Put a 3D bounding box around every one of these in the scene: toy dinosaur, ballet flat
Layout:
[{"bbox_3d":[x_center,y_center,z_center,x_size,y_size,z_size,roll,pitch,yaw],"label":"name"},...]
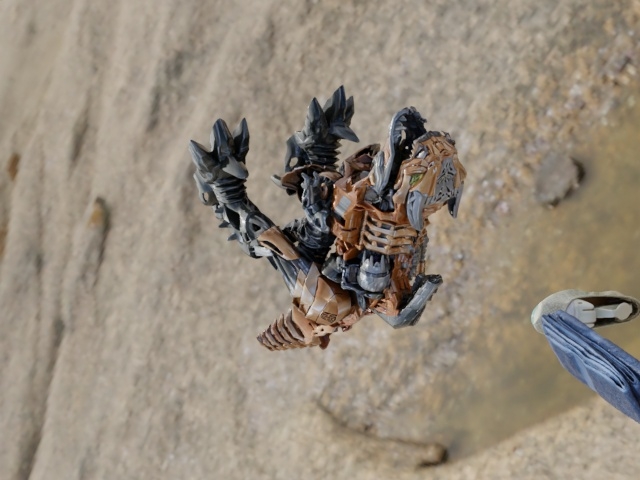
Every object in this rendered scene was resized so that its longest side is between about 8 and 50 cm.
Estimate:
[{"bbox_3d":[0.000,0.000,0.902,0.322,0.164,0.218,-47,67,29],"label":"toy dinosaur"},{"bbox_3d":[0.342,0.088,1.374,0.052,0.168,0.057,7,102,55],"label":"ballet flat"}]

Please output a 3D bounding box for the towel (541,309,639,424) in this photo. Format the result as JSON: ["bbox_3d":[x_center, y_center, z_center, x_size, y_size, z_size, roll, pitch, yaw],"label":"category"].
[{"bbox_3d":[0.222,0.103,0.849,0.029,0.067,0.119,-39,33,-8],"label":"towel"}]
